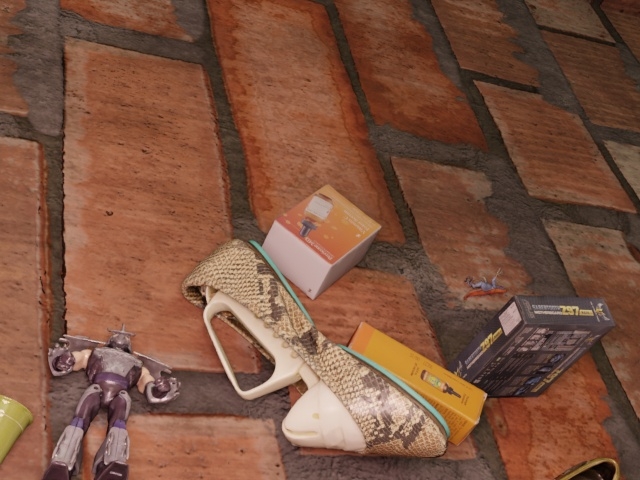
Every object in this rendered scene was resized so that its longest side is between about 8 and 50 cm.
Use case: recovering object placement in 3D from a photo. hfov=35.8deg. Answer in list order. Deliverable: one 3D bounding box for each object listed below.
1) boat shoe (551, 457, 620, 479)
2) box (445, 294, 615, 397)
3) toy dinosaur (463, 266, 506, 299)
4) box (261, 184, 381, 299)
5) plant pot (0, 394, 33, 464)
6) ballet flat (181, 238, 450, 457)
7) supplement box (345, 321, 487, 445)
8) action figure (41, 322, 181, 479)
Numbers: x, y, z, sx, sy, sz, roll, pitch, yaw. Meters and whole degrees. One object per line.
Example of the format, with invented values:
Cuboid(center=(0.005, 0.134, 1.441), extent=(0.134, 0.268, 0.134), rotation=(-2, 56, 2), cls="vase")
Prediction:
Cuboid(center=(0.344, 0.411, 1.466), extent=(0.110, 0.104, 0.307), rotation=(42, 41, 16), cls="boat shoe")
Cuboid(center=(0.337, 0.177, 1.612), extent=(0.183, 0.233, 0.059), rotation=(4, 51, -26), cls="box")
Cuboid(center=(0.310, 0.092, 1.858), extent=(0.082, 0.047, 0.090), rotation=(29, 72, -13), cls="toy dinosaur")
Cuboid(center=(0.000, 0.000, 1.720), extent=(0.130, 0.091, 0.170), rotation=(38, 40, 12), cls="box")
Cuboid(center=(-0.414, 0.246, 1.239), extent=(0.083, 0.083, 0.079), rotation=(21, 53, -8), cls="plant pot")
Cuboid(center=(-0.036, 0.192, 1.472), extent=(0.182, 0.164, 0.483), rotation=(-36, 62, -25), cls="ballet flat")
Cuboid(center=(0.141, 0.228, 1.570), extent=(0.233, 0.080, 0.078), rotation=(29, 40, 3), cls="supplement box")
Cuboid(center=(-0.285, 0.211, 1.329), extent=(0.185, 0.099, 0.285), rotation=(10, 38, -7), cls="action figure")
